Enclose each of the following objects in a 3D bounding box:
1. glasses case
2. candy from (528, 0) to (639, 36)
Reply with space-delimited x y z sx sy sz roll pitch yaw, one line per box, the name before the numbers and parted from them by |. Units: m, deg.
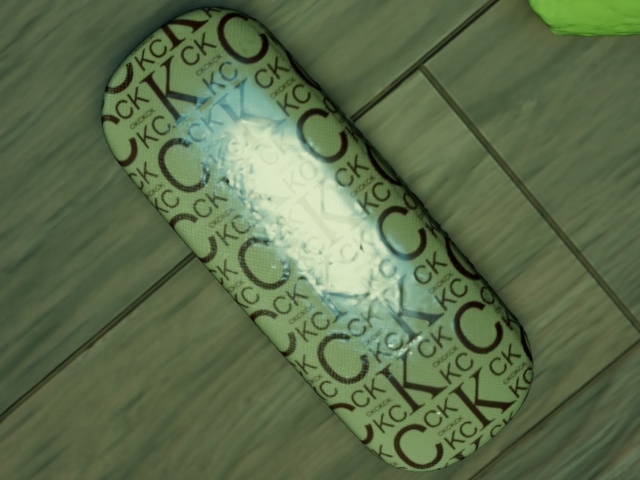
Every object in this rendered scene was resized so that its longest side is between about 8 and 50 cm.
glasses case | 0.000 0.000 1.175 0.137 0.085 0.355 -41 97 6
candy | 0.285 -0.217 1.089 0.343 0.142 0.132 -9 60 19
